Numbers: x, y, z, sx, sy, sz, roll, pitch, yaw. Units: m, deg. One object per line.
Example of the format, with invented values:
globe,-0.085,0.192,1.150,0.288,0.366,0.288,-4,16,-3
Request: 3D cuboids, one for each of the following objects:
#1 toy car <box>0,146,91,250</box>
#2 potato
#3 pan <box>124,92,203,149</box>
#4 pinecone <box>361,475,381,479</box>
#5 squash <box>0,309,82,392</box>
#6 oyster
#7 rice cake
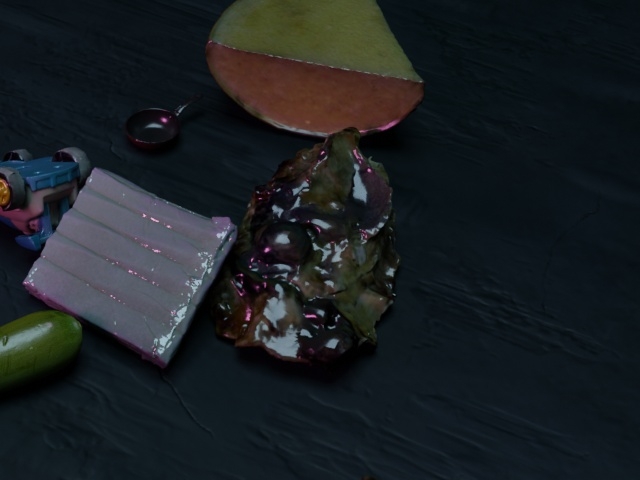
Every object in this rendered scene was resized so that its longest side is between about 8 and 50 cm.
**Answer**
toy car,-0.342,-0.046,1.656,0.161,0.098,0.126,1,14,35
potato,0.014,-0.245,1.868,0.270,0.112,0.255,13,40,6
pan,-0.186,-0.144,1.803,0.068,0.023,0.115,34,54,30
pinecone,0.057,0.309,1.219,0.201,0.202,0.229,-36,74,-6
squash,-0.331,0.122,1.477,0.201,0.066,0.066,-19,47,-22
oyster,0.007,-0.006,1.626,0.221,0.096,0.361,25,49,12
rice cake,-0.200,0.024,1.574,0.198,0.037,0.189,18,65,22
